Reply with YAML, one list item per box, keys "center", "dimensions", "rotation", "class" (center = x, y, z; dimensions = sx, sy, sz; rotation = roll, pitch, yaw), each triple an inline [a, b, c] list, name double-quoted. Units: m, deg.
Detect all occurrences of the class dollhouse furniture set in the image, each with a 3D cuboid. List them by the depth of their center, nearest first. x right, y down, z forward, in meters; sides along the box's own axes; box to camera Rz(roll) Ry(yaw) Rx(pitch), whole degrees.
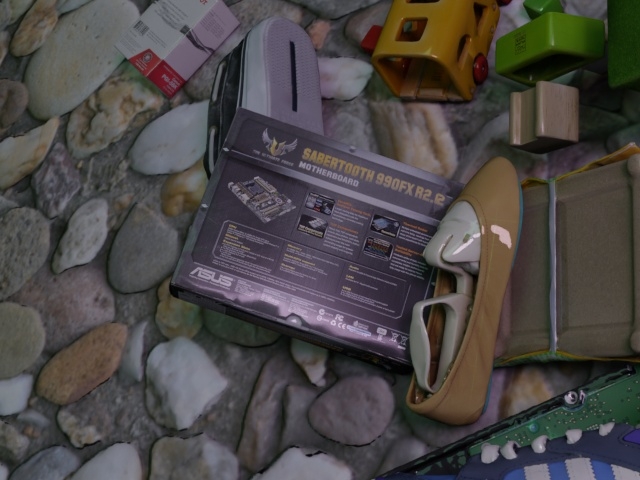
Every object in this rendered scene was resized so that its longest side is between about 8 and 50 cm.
- center: [0.256, -0.040, 0.766]
  dimensions: [0.197, 0.151, 0.301]
  rotation: [-17, 68, 61]
  class: "dollhouse furniture set"

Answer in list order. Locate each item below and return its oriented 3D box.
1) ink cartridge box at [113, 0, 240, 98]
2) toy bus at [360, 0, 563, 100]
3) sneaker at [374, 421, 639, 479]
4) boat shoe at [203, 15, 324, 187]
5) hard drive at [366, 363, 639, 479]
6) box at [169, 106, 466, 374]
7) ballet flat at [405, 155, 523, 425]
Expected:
- center: [-0.184, -0.265, 1.177]
  dimensions: [0.135, 0.056, 0.099]
  rotation: [-46, 51, 2]
  class: "ink cartridge box"
- center: [0.127, -0.243, 0.947]
  dimensions: [0.191, 0.104, 0.202]
  rotation: [-35, 52, 10]
  class: "toy bus"
- center: [0.203, 0.149, 0.606]
  dimensions: [0.323, 0.130, 0.236]
  rotation: [11, 61, 40]
  class: "sneaker"
- center: [-0.063, -0.075, 0.980]
  dimensions: [0.119, 0.121, 0.335]
  rotation: [-26, 51, 45]
  class: "boat shoe"
- center: [0.169, 0.250, 0.678]
  dimensions: [0.339, 0.064, 0.237]
  rotation: [-29, 53, 15]
  class: "hard drive"
- center: [0.000, 0.000, 0.844]
  dimensions: [0.231, 0.056, 0.183]
  rotation: [18, 71, -1]
  class: "box"
- center: [0.117, 0.040, 0.767]
  dimensions: [0.080, 0.073, 0.232]
  rotation: [4, 86, 65]
  class: "ballet flat"
